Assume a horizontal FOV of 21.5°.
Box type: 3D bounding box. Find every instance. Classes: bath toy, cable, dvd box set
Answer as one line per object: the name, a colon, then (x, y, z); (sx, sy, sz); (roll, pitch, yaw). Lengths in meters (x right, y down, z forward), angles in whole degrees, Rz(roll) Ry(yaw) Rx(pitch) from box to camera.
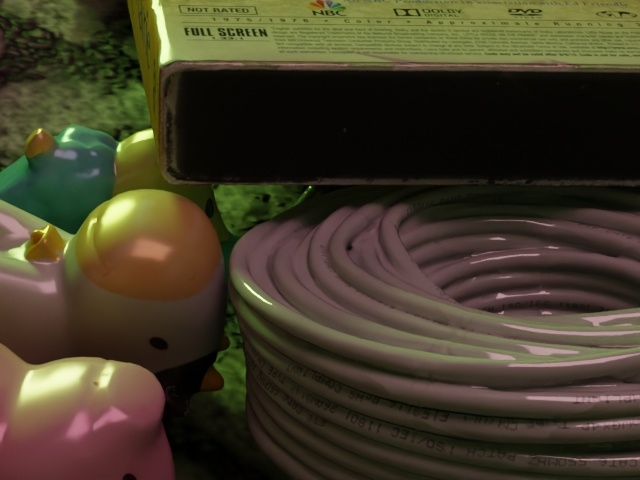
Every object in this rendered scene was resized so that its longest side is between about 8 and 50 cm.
bath toy: (-0.110, 0.080, 0.643); (0.129, 0.151, 0.348); (47, 26, -20)
cable: (0.091, 0.040, 0.692); (0.257, 0.089, 0.257); (8, 21, 17)
dvd box set: (0.046, -0.156, 0.879); (0.308, 0.062, 0.420); (-1, 32, -12)

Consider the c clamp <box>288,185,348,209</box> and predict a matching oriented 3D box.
c clamp: (0.000, 0.000, 0.903); (0.137, 0.022, 0.160); (23, 31, 3)
